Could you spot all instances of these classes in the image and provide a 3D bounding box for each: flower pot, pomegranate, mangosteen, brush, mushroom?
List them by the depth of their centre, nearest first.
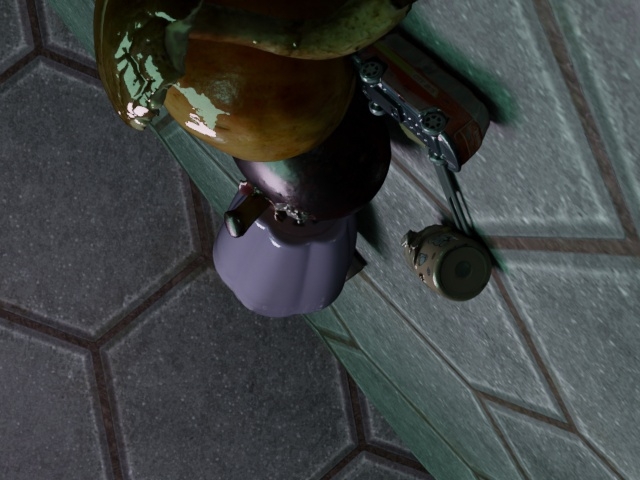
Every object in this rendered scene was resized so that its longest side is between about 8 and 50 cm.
[{"bbox_3d":[-0.089,-0.202,1.157,0.302,0.233,0.208,22,-158,12],"label":"mushroom"},{"bbox_3d":[-0.088,-0.223,1.365,0.270,0.252,0.229,10,170,10],"label":"pomegranate"},{"bbox_3d":[0.155,-0.081,1.513,0.062,0.027,0.266,41,167,41],"label":"brush"},{"bbox_3d":[-0.036,-0.108,1.571,0.235,0.261,0.235,40,-178,-2],"label":"mangosteen"},{"bbox_3d":[-0.055,-0.025,2.067,0.265,0.265,0.243,48,159,13],"label":"flower pot"}]

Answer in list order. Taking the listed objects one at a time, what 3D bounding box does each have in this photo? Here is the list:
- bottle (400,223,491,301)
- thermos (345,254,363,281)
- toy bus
[{"bbox_3d":[0.169,0.026,1.665,0.099,0.099,0.152,54,173,-23],"label":"bottle"},{"bbox_3d":[0.000,0.000,2.342,0.193,0.105,0.137,57,144,0],"label":"thermos"},{"bbox_3d":[0.113,-0.153,1.284,0.174,0.077,0.079,44,168,29],"label":"toy bus"}]
